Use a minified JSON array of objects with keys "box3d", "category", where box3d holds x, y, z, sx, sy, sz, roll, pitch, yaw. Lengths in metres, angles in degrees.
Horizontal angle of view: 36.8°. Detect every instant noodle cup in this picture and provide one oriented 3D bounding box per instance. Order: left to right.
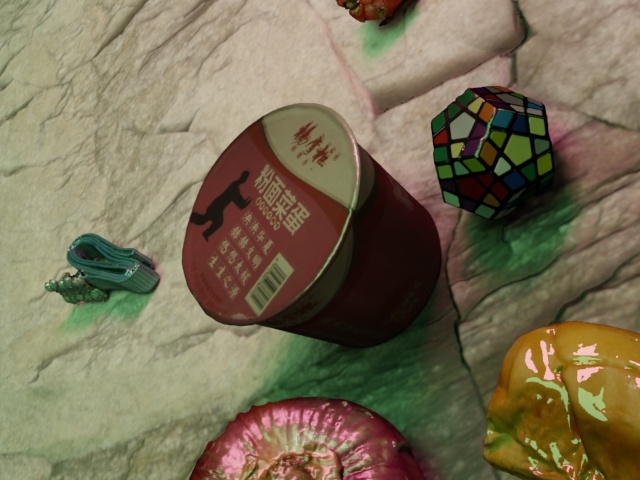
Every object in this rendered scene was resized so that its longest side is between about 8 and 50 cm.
[{"box3d":[0.000,0.000,0.989,0.234,0.178,0.235,-21,56,35],"category":"instant noodle cup"}]

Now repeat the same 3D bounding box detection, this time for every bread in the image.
[{"box3d":[0.264,0.152,0.668,0.294,0.166,0.132,16,80,47],"category":"bread"}]

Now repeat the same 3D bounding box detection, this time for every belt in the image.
[{"box3d":[-0.299,0.047,1.334,0.179,0.065,0.100,9,65,46],"category":"belt"}]

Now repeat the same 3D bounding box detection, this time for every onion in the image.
[{"box3d":[-0.009,0.262,0.889,0.229,0.163,0.230,-7,47,8],"category":"onion"}]

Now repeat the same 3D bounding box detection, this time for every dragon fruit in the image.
[{"box3d":[0.074,-0.313,1.161,0.116,0.086,0.081,-50,5,0],"category":"dragon fruit"}]

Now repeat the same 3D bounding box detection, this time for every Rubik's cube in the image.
[{"box3d":[0.166,-0.086,0.928,0.111,0.133,0.133,-8,61,13],"category":"Rubik's cube"}]
